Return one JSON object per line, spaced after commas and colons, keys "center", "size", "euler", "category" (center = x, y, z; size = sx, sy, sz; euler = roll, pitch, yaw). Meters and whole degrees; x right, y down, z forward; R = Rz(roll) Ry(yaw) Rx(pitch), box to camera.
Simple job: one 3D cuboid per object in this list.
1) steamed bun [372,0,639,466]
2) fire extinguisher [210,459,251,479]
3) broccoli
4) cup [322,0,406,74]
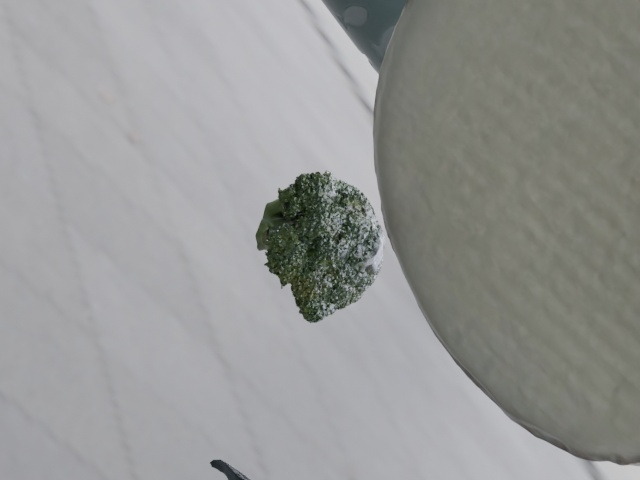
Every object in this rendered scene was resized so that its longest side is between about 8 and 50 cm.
{"center": [0.222, -0.049, 1.240], "size": [0.241, 0.374, 0.374], "euler": [-11, 55, -43], "category": "steamed bun"}
{"center": [-0.060, 0.315, 1.653], "size": [0.105, 0.105, 0.269], "euler": [43, 39, -42], "category": "fire extinguisher"}
{"center": [0.000, 0.000, 2.095], "size": [0.138, 0.145, 0.162], "euler": [14, -37, 27], "category": "broccoli"}
{"center": [0.117, -0.288, 1.774], "size": [0.274, 0.259, 0.357], "euler": [55, -6, -10], "category": "cup"}
